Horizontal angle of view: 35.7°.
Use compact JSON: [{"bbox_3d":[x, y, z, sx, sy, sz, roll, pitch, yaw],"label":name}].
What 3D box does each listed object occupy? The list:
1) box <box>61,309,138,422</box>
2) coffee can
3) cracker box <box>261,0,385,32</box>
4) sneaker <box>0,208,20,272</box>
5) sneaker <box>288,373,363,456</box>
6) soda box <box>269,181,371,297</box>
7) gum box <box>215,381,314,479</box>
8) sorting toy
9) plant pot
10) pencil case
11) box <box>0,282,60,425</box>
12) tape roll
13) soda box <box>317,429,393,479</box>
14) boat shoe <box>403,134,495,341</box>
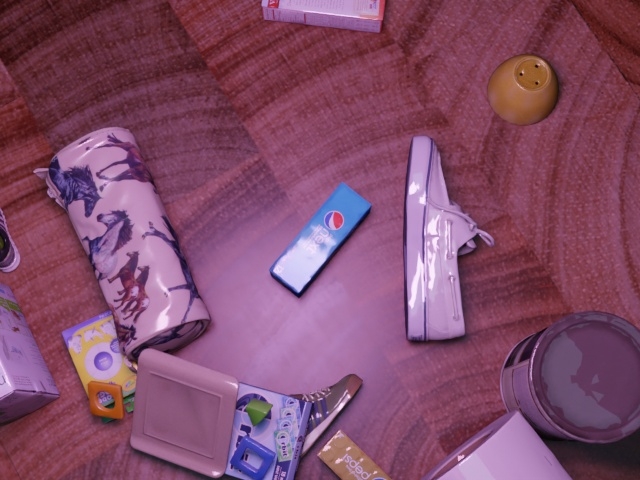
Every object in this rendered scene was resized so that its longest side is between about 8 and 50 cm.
[{"bbox_3d":[-0.378,0.225,1.768,0.105,0.043,0.179,-25,81,-4],"label":"box"},{"bbox_3d":[0.418,0.233,1.639,0.202,0.275,0.201,0,79,0],"label":"coffee can"},{"bbox_3d":[0.012,-0.491,1.893,0.232,0.067,0.155,8,78,1],"label":"cracker box"},{"bbox_3d":[-0.605,-0.023,1.802,0.063,0.075,0.170,-29,80,-5],"label":"sneaker"},{"bbox_3d":[-0.017,0.293,1.738,0.086,0.064,0.192,41,85,3],"label":"sneaker"},{"bbox_3d":[0.000,0.000,1.795,0.071,0.067,0.210,39,82,7],"label":"soda box"},{"bbox_3d":[-0.118,0.331,1.708,0.184,0.041,0.157,12,84,23],"label":"gum box"},{"bbox_3d":[-0.229,0.287,1.680,0.348,0.047,0.196,17,114,12],"label":"sorting toy"},{"bbox_3d":[0.382,-0.291,1.835,0.134,0.095,0.134,0,79,0],"label":"plant pot"},{"bbox_3d":[-0.343,0.015,1.750,0.184,0.160,0.410,-26,79,7],"label":"pencil case"},{"bbox_3d":[-0.567,0.184,1.667,0.127,0.262,0.231,-27,81,-4],"label":"box"},{"bbox_3d":[0.279,0.416,1.621,0.246,0.246,0.169,-36,81,-6],"label":"tape roll"},{"bbox_3d":[0.077,0.411,1.718,0.181,0.058,0.061,43,82,9],"label":"soda box"},{"bbox_3d":[0.228,-0.005,1.761,0.157,0.136,0.367,0,82,1],"label":"boat shoe"}]
